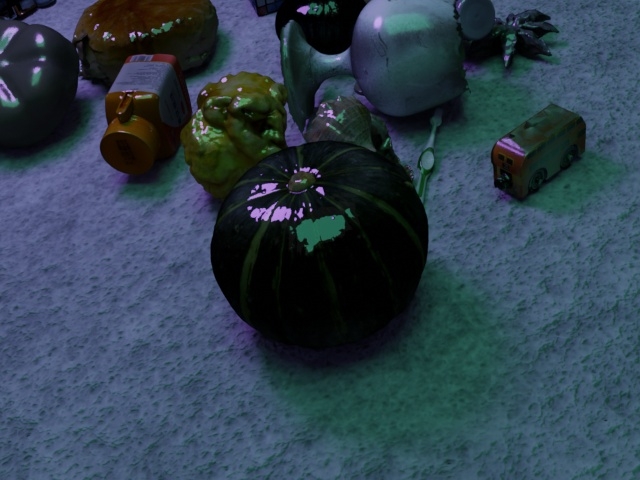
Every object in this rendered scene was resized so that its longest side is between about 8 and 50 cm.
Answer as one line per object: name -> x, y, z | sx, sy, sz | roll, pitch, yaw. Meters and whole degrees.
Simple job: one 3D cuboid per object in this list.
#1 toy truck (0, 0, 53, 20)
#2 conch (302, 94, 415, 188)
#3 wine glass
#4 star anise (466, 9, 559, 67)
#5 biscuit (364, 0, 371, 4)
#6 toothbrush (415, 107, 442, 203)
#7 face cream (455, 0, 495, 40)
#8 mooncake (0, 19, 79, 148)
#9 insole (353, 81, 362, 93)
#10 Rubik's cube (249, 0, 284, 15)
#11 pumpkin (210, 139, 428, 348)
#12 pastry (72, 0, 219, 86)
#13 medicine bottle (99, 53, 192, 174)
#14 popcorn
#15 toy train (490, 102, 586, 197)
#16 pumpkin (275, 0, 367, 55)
toy truck -> -0.783, -0.620, 2.157 | 0.184, 0.133, 0.338 | 13, 45, 36
conch -> 0.071, -0.137, 1.479 | 0.178, 0.163, 0.245 | -18, 60, -29
wine glass -> 0.106, -0.333, 1.621 | 0.322, 0.238, 0.238 | -8, 43, 15
star anise -> 0.384, -0.407, 1.754 | 0.204, 0.061, 0.181 | -14, 44, -4
biscuit -> 0.062, -0.534, 1.952 | 0.219, 0.055, 0.061 | -11, 49, 1
toothbrush -> 0.183, -0.131, 1.534 | 0.030, 0.030, 0.304 | 4, 46, 15
face cream -> 0.240, -0.455, 1.793 | 0.154, 0.096, 0.274 | -31, 24, -14
mooncake -> -0.613, -0.315, 1.748 | 0.274, 0.135, 0.275 | -6, 69, 17
insole -> 0.144, -0.344, 1.773 | 0.192, 0.010, 0.063 | -33, 47, -20
Rubik's cube -> -0.119, -0.583, 2.010 | 0.092, 0.092, 0.092 | -19, 44, -7
pumpkin -> 0.000, 0.000, 1.283 | 0.323, 0.241, 0.323 | -7, 50, 8
pastry -> -0.378, -0.460, 1.904 | 0.329, 0.136, 0.330 | -7, 44, 6
medicine bottle -> -0.329, -0.233, 1.652 | 0.111, 0.149, 0.222 | 1, 45, 12
popcorn -> -0.130, -0.177, 1.521 | 0.203, 0.200, 0.226 | 16, 45, 35
toy train -> 0.363, -0.149, 1.468 | 0.188, 0.099, 0.072 | -34, 49, -23
pumpkin -> 0.007, -0.443, 1.802 | 0.201, 0.140, 0.202 | -5, 19, 2
